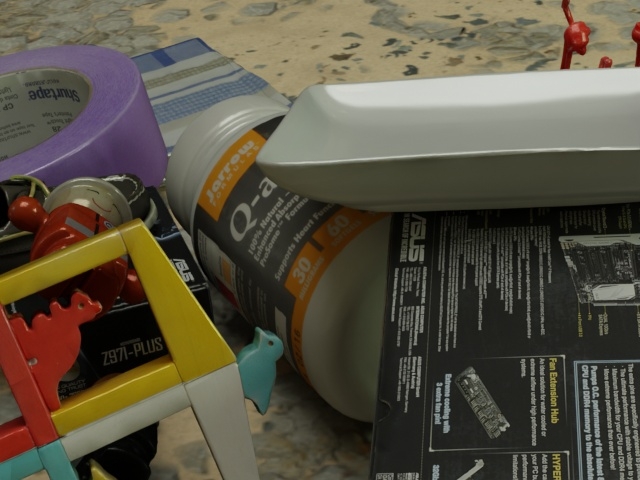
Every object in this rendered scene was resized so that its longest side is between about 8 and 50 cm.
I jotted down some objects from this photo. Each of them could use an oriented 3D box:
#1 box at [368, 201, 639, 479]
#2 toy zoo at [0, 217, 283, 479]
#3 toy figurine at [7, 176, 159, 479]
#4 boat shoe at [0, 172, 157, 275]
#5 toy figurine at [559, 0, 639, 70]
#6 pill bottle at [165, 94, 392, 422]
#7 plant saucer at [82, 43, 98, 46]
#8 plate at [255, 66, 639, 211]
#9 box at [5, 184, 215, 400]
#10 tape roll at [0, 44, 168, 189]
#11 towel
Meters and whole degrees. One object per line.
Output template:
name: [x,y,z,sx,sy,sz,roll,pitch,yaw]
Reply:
box: [0.149,0.105,0.690,0.242,0.077,0.307,-2,44,9]
toy zoo: [-0.158,0.113,0.765,0.293,0.192,0.030,-24,11,-9]
toy figurine: [-0.206,0.073,0.867,0.213,0.210,0.148,-11,21,-3]
boat shoe: [-0.226,-0.007,0.987,0.227,0.069,0.081,-23,34,-23]
toy figurine: [0.353,-0.075,1.041,0.217,0.191,0.362,-9,25,-21]
pill bottle: [0.000,0.000,0.994,0.162,0.162,0.278,-20,34,-23]
plant saucer: [-0.287,-0.193,1.492,0.119,0.021,0.119,-15,17,5]
plate: [0.114,-0.065,0.847,0.277,0.045,0.278,-1,15,6]
box: [-0.172,0.042,1.041,0.147,0.078,0.180,-14,31,-13]
tape roll: [-0.280,-0.073,1.213,0.274,0.090,0.275,-12,32,8]
towel: [-0.158,-0.132,1.385,0.209,0.034,0.285,-20,31,-18]
